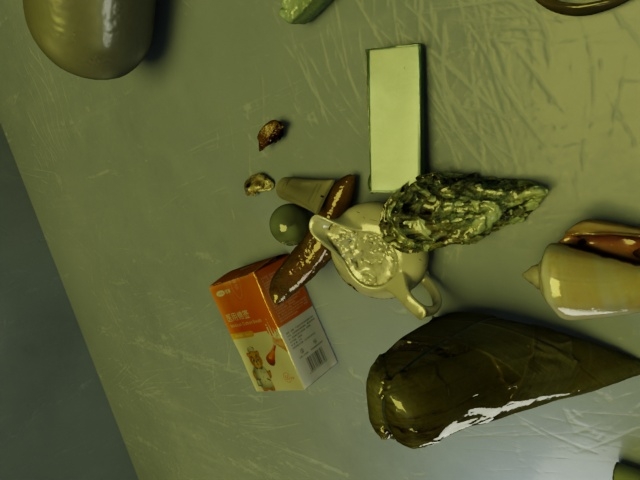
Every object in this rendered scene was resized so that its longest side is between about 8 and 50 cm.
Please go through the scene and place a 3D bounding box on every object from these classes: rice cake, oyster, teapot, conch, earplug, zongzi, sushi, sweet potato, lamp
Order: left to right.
[{"bbox_3d":[-0.565,-0.604,1.162,0.313,0.313,0.393,39,131,21],"label":"earplug"},{"bbox_3d":[-0.157,-0.143,1.231,0.084,0.038,0.080,14,132,7],"label":"oyster"},{"bbox_3d":[-0.114,-0.250,1.119,0.047,0.050,0.099,59,141,11],"label":"sushi"},{"bbox_3d":[-0.071,-0.038,1.145,0.105,0.105,0.105,18,121,34],"label":"lamp"},{"bbox_3d":[0.001,0.002,1.087,0.092,0.114,0.341,39,103,25],"label":"sweet potato"},{"bbox_3d":[0.005,-0.488,0.898,0.207,0.069,0.063,-25,90,42],"label":"rice cake"},{"bbox_3d":[0.128,0.036,0.970,0.300,0.166,0.208,42,115,20],"label":"teapot"},{"bbox_3d":[0.241,-0.045,0.855,0.252,0.087,0.199,24,99,18],"label":"oyster"},{"bbox_3d":[0.297,0.237,0.788,0.393,0.356,0.174,1,101,38],"label":"zongzi"},{"bbox_3d":[0.456,0.053,0.746,0.256,0.127,0.158,5,84,16],"label":"conch"}]

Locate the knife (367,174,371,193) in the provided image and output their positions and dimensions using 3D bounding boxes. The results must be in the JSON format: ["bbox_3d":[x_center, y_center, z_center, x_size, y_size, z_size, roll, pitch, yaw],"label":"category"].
[{"bbox_3d":[0.141,-0.177,0.960,0.028,0.015,0.210,41,131,13],"label":"knife"}]

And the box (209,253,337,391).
[{"bbox_3d":[-0.133,0.225,1.298,0.225,0.144,0.340,-19,95,44],"label":"box"}]

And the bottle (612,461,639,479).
[{"bbox_3d":[0.613,0.450,0.806,0.202,0.072,0.072,7,114,39],"label":"bottle"}]

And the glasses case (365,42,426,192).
[{"bbox_3d":[0.146,-0.225,0.898,0.105,0.056,0.265,2,106,19],"label":"glasses case"}]

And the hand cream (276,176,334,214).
[{"bbox_3d":[-0.042,-0.112,1.094,0.186,0.054,0.087,20,80,51],"label":"hand cream"}]

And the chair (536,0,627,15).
[{"bbox_3d":[0.321,-0.416,0.567,0.188,0.272,0.166,16,90,34],"label":"chair"}]
